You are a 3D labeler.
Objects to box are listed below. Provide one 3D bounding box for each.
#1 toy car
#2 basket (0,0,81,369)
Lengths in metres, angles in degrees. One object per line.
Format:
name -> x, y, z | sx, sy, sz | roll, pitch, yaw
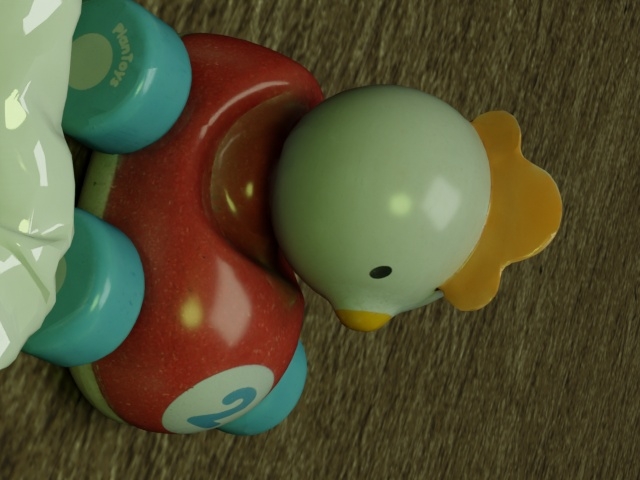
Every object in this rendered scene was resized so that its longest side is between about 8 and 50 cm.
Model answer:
toy car -> 0.000, 0.000, 0.862 | 0.219, 0.238, 0.210 | 33, 64, -59
basket -> -0.237, -0.140, 0.356 | 0.328, 0.266, 0.331 | 8, 85, -63
